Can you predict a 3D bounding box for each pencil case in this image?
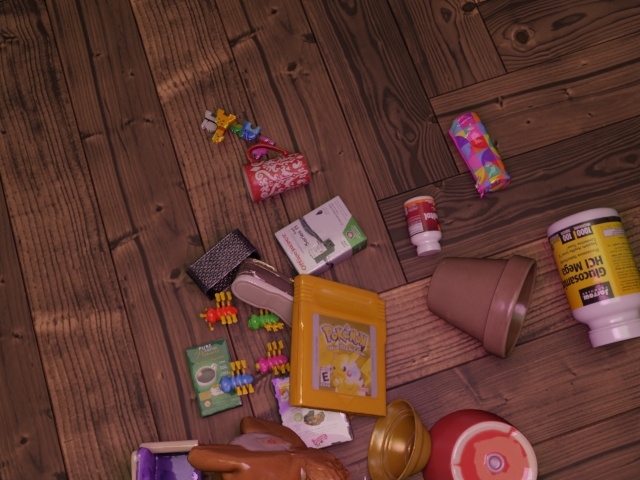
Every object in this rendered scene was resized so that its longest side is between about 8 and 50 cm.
[{"bbox_3d":[0.442,-0.240,1.970,0.104,0.104,0.236,-21,73,-4],"label":"pencil case"}]

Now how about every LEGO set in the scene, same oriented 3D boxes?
[{"bbox_3d":[-0.253,-0.299,2.010,0.227,0.087,0.093,26,76,9],"label":"LEGO set"}]

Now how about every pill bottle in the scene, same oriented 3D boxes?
[{"bbox_3d":[0.282,-0.038,1.922,0.086,0.086,0.152,-10,75,-1],"label":"pill bottle"},{"bbox_3d":[0.721,0.098,1.819,0.188,0.188,0.334,-13,74,-2],"label":"pill bottle"}]

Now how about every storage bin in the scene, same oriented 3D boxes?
[{"bbox_3d":[-0.258,0.065,1.889,0.180,0.122,0.084,-40,78,-9],"label":"storage bin"}]

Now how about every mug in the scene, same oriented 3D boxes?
[{"bbox_3d":[-0.127,-0.197,1.958,0.169,0.113,0.150,-16,107,-7],"label":"mug"}]

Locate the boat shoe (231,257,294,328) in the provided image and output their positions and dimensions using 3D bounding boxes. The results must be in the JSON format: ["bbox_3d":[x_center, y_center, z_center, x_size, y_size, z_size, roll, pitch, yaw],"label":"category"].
[{"bbox_3d":[-0.076,0.154,1.837,0.324,0.116,0.096,30,44,-16],"label":"boat shoe"}]

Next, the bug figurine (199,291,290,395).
[{"bbox_3d":[-0.192,0.269,1.828,0.216,0.072,0.279,-5,62,-22],"label":"bug figurine"}]

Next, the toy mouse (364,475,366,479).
[{"bbox_3d":[0.116,0.662,1.758,0.161,0.031,0.143,1,74,2],"label":"toy mouse"}]

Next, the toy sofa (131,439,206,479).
[{"bbox_3d":[-0.360,0.669,1.695,0.150,0.177,0.362,-3,73,1],"label":"toy sofa"}]

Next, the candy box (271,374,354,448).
[{"bbox_3d":[-0.019,0.428,1.794,0.165,0.070,0.196,-15,78,4],"label":"candy box"}]

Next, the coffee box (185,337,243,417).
[{"bbox_3d":[-0.278,0.359,1.849,0.113,0.040,0.184,-17,75,-4],"label":"coffee box"}]

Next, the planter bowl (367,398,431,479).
[{"bbox_3d":[0.209,0.507,1.734,0.090,0.217,0.217,23,75,-20],"label":"planter bowl"}]

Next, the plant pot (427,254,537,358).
[{"bbox_3d":[0.404,0.146,1.807,0.229,0.263,0.263,16,75,25],"label":"plant pot"}]

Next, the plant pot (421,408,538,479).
[{"bbox_3d":[0.389,0.531,1.679,0.275,0.243,0.275,0,74,1],"label":"plant pot"}]

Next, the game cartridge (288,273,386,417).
[{"bbox_3d":[0.052,0.266,1.766,0.285,0.053,0.323,16,66,-35],"label":"game cartridge"}]

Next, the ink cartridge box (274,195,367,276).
[{"bbox_3d":[0.000,0.000,1.918,0.208,0.087,0.153,-32,75,-6],"label":"ink cartridge box"}]

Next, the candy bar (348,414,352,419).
[{"bbox_3d":[0.021,0.410,1.839,0.161,0.018,0.040,34,78,11],"label":"candy bar"}]

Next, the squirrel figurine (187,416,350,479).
[{"bbox_3d":[-0.106,0.647,1.619,0.397,0.281,0.370,9,95,14],"label":"squirrel figurine"}]
